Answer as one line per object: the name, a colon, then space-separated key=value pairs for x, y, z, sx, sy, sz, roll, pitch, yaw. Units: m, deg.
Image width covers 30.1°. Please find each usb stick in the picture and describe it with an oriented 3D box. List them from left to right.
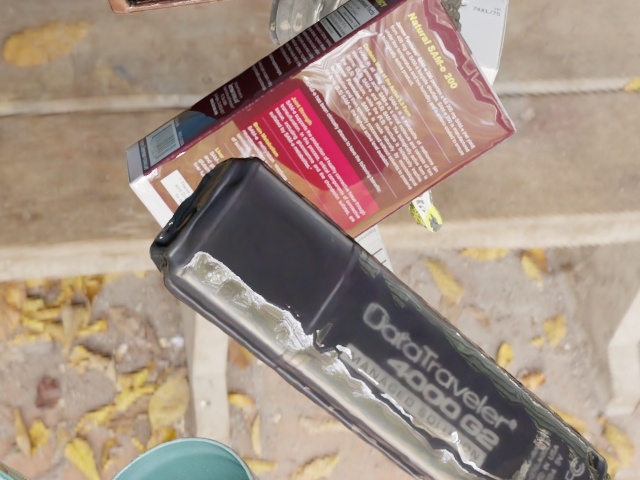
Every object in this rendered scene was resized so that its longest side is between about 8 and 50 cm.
usb stick: x=0.038 y=0.066 z=0.594 sx=0.278 sy=0.045 sz=0.077 roll=40 pitch=72 yaw=-19

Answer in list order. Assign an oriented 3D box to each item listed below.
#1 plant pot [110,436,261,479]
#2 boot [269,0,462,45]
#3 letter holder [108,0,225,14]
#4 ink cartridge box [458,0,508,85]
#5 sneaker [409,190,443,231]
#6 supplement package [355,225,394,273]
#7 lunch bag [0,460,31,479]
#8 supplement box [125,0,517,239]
plant pot: x=-0.150 y=0.427 z=1.531 sx=0.293 sy=0.196 sz=0.293 roll=-21 pitch=47 yaw=24
boot: x=0.081 y=-0.340 z=1.334 sx=0.223 sy=0.118 sz=0.338 roll=32 pitch=100 yaw=21
letter holder: x=-0.084 y=-0.367 z=1.050 sx=0.215 sy=0.152 sz=0.301 roll=-4 pitch=55 yaw=10
ink cartridge box: x=0.179 y=-0.290 z=1.982 sx=0.198 sy=0.270 sz=0.197 roll=13 pitch=57 yaw=0
sneaker: x=0.124 y=-0.045 z=1.506 sx=0.035 sy=0.083 sz=0.031 roll=10 pitch=44 yaw=48
supplement package: x=0.000 y=0.000 z=1.842 sx=0.139 sy=0.244 sz=0.134 roll=-10 pitch=15 yaw=40
lunch bag: x=-0.332 y=0.198 z=0.971 sx=0.279 sy=0.224 sz=0.107 roll=19 pitch=68 yaw=37
supplement box: x=-0.001 y=-0.069 z=0.830 sx=0.239 sy=0.130 sz=0.073 roll=-32 pitch=26 yaw=4
